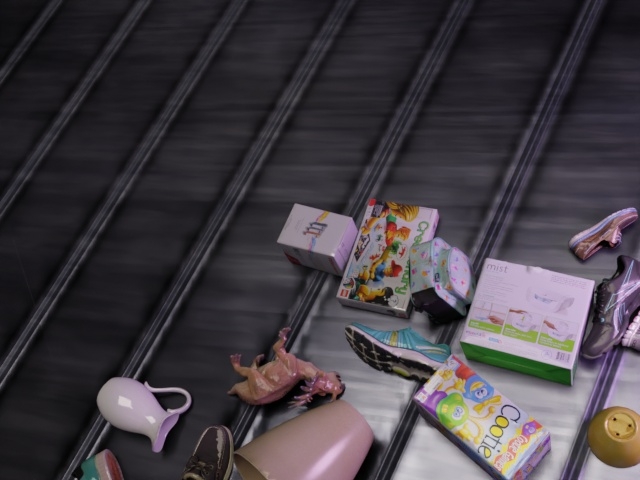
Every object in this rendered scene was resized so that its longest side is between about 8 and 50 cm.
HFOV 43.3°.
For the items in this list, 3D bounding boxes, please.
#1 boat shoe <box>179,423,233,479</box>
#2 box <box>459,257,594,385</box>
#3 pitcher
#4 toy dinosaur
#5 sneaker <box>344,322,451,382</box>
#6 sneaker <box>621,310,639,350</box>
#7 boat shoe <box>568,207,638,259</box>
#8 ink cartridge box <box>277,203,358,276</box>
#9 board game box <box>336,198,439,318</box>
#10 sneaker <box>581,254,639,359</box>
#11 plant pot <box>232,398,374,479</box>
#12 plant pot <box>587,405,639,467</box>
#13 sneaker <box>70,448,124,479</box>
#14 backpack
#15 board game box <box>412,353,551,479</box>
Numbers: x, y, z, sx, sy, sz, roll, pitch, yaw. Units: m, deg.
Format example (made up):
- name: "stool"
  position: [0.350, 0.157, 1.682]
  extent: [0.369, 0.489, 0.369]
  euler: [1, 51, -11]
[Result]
- name: "boat shoe"
  position: [-0.291, 0.581, 1.955]
  extent: [0.102, 0.092, 0.285]
  euler: [10, 65, 22]
- name: "box"
  position: [0.491, 0.187, 1.909]
  extent: [0.262, 0.127, 0.231]
  euler: [11, 65, 23]
- name: "pitcher"
  position: [-0.457, 0.424, 2.092]
  extent: [0.207, 0.125, 0.178]
  euler: [28, 52, 18]
- name: "toy dinosaur"
  position: [-0.109, 0.356, 2.013]
  extent: [0.295, 0.127, 0.200]
  euler: [-27, 64, 8]
- name: "sneaker"
  position: [0.191, 0.265, 1.995]
  extent: [0.275, 0.107, 0.110]
  euler: [19, 49, 20]
- name: "sneaker"
  position: [0.769, 0.188, 1.861]
  extent: [0.074, 0.063, 0.170]
  euler: [33, 78, 26]
- name: "boat shoe"
  position: [0.710, -0.012, 1.993]
  extent: [0.183, 0.066, 0.066]
  euler: [-32, 62, 10]
- name: "ink cartridge box"
  position: [0.000, 0.000, 2.167]
  extent: [0.176, 0.128, 0.127]
  euler: [16, 68, 24]
- name: "board game box"
  position: [0.181, 0.043, 2.130]
  extent: [0.193, 0.053, 0.305]
  euler: [10, 65, 22]
- name: "sneaker"
  position: [0.671, 0.154, 1.867]
  extent: [0.106, 0.101, 0.267]
  euler: [38, 78, 0]
- name: "plant pot"
  position: [-0.017, 0.498, 1.847]
  extent: [0.274, 0.256, 0.256]
  euler: [-38, 56, -24]
- name: "plant pot"
  position: [0.650, 0.415, 1.749]
  extent: [0.134, 0.095, 0.134]
  euler: [-7, 60, 13]
- name: "sneaker"
  position: [-0.538, 0.671, 1.982]
  extent: [0.121, 0.108, 0.302]
  euler: [-29, 49, 1]
- name: "backpack"
  position: [0.298, 0.087, 1.995]
  extent: [0.144, 0.166, 0.188]
  euler: [-29, 49, 27]
- name: "board game box"
  position: [0.363, 0.412, 1.814]
  extent: [0.142, 0.144, 0.275]
  euler: [-45, 59, -10]
